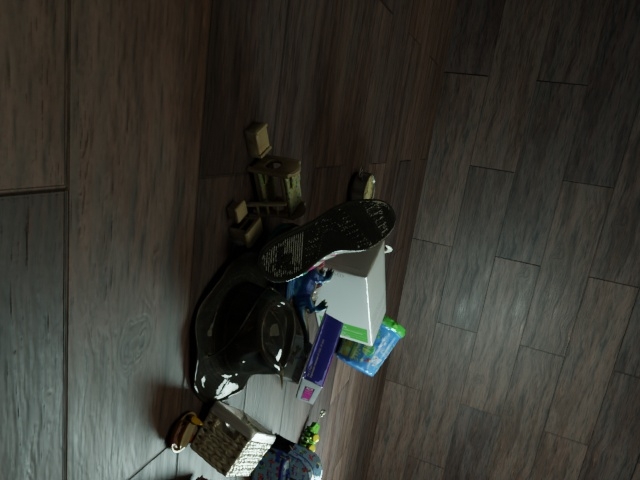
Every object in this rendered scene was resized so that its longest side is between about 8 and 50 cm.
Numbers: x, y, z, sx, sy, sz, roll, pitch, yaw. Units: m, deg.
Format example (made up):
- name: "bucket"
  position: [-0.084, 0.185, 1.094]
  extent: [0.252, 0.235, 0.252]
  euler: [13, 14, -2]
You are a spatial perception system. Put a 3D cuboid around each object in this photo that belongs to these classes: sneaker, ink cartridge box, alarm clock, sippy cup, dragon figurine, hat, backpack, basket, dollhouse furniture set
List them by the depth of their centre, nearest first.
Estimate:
- name: "dollhouse furniture set"
  position: [-0.105, -0.101, 0.888]
  extent: [0.181, 0.101, 0.161]
  euler: [84, 27, -42]
- name: "hat"
  position: [-0.127, 0.194, 0.975]
  extent: [0.331, 0.134, 0.331]
  euler: [12, 90, -71]
- name: "sneaker"
  position: [0.000, 0.000, 0.982]
  extent: [0.178, 0.296, 0.123]
  euler: [-176, -115, -75]
- name: "basket"
  position: [-0.182, 0.420, 0.983]
  extent: [0.103, 0.113, 0.167]
  euler: [-55, 157, -17]
- name: "dragon figurine"
  position: [-0.058, 0.116, 1.103]
  extent: [0.144, 0.085, 0.289]
  euler: [17, 83, -26]
- name: "ink cartridge box"
  position: [-0.005, 0.320, 1.256]
  extent: [0.371, 0.069, 0.175]
  euler: [97, 12, -62]
- name: "backpack"
  position: [-0.090, 0.647, 1.301]
  extent: [0.117, 0.173, 0.158]
  euler: [1, 102, -70]
- name: "ink cartridge box"
  position: [-0.074, 0.336, 1.325]
  extent: [0.088, 0.052, 0.122]
  euler: [65, 43, -61]
- name: "alarm clock"
  position: [0.137, -0.176, 1.550]
  extent: [0.192, 0.064, 0.129]
  euler: [80, 30, -54]
- name: "sippy cup"
  position: [0.182, 0.398, 1.842]
  extent: [0.224, 0.305, 0.240]
  euler: [-60, -159, -14]

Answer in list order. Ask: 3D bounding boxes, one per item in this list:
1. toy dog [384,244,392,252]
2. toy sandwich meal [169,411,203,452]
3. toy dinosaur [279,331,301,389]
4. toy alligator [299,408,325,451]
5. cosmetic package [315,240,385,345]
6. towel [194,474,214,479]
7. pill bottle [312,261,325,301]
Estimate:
- name: "toy dog"
  position: [0.164, 0.033, 1.573]
  extent: [0.220, 0.161, 0.334]
  euler: [-47, 155, 2]
- name: "toy sandwich meal"
  position: [-0.254, 0.367, 0.890]
  extent: [0.085, 0.029, 0.085]
  euler: [13, 90, -70]
- name: "toy dinosaur"
  position: [-0.102, 0.297, 1.254]
  extent: [0.093, 0.053, 0.183]
  euler: [-24, 118, -47]
- name: "toy alligator"
  position: [-0.037, 0.683, 1.655]
  extent: [0.051, 0.056, 0.189]
  euler: [33, 65, -26]
- name: "cosmetic package"
  position: [0.087, 0.146, 1.432]
  extent: [0.365, 0.197, 0.155]
  euler: [78, 33, -47]
- name: "towel"
  position: [-0.323, 0.564, 0.828]
  extent: [0.237, 0.037, 0.329]
  euler: [-71, 158, -11]
- name: "pill bottle"
  position: [-0.033, 0.084, 1.225]
  extent: [0.086, 0.086, 0.152]
  euler: [-40, 138, -59]
